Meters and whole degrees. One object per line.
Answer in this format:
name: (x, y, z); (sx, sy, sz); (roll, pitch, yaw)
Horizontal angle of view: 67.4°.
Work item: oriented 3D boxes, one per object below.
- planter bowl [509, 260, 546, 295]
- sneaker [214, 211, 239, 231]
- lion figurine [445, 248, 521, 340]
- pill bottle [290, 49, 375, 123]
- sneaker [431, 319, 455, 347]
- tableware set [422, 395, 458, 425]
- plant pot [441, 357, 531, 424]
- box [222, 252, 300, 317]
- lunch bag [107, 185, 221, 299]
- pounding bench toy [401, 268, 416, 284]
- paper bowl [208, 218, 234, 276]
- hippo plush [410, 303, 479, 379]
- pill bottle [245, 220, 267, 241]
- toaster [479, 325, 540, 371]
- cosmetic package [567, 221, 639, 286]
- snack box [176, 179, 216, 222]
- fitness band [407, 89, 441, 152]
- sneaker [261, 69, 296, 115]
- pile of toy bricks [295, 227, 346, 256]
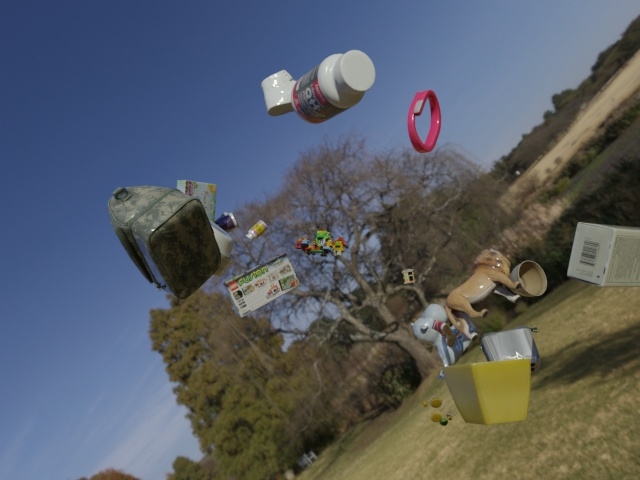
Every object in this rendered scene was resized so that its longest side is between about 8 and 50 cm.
planter bowl: (0.925, 0.183, 2.181); (0.162, 0.162, 0.109); (-37, -1, -30)
sneaker: (-0.508, -0.080, 2.437); (0.124, 0.107, 0.283); (-26, 4, -18)
lion figurine: (0.584, 0.190, 1.799); (0.392, 0.240, 0.142); (-33, -49, -14)
pill bottle: (0.042, -0.515, 1.612); (0.176, 0.176, 0.318); (-39, 15, -25)
sneaker: (0.448, 0.336, 1.750); (0.042, 0.067, 0.118); (-37, -59, -18)
tableware set: (0.505, 0.731, 2.060); (0.104, 0.154, 0.024); (-52, 11, 13)
plant pot: (0.548, 0.492, 1.559); (0.212, 0.187, 0.212); (-1, -17, -14)
box: (-0.173, 0.130, 1.435); (0.207, 0.114, 0.036); (-27, 11, -22)
lunch bag: (-0.465, -0.004, 1.408); (0.212, 0.256, 0.305); (-47, -35, -30)
pounding bench toy: (0.429, 0.174, 2.309); (0.052, 0.065, 0.083); (-11, 1, 20)
paper bowl: (-0.451, -0.001, 1.841); (0.148, 0.284, 0.284); (-53, -16, 0)
hippo plush: (0.505, 0.412, 2.080); (0.294, 0.236, 0.234); (-53, -4, -14)
pill bottle: (-0.241, -0.034, 1.800); (0.083, 0.043, 0.043); (-46, -15, -21)
toaster: (0.724, 0.419, 1.802); (0.227, 0.146, 0.129); (-14, -41, 9)
cosmetic package: (0.846, 0.041, 1.328); (0.309, 0.113, 0.160); (3, -80, -27)
snack box: (-0.553, -0.156, 2.130); (0.174, 0.070, 0.207); (3, -86, -53)
fitness band: (0.437, -0.498, 2.006); (0.209, 0.054, 0.291); (57, -134, -38)
sneaker: (-0.085, -0.604, 1.884); (0.293, 0.169, 0.108); (-14, -18, -9)
pile of toy bricks: (0.000, 0.000, 1.990); (0.118, 0.212, 0.105); (34, -115, -42)
